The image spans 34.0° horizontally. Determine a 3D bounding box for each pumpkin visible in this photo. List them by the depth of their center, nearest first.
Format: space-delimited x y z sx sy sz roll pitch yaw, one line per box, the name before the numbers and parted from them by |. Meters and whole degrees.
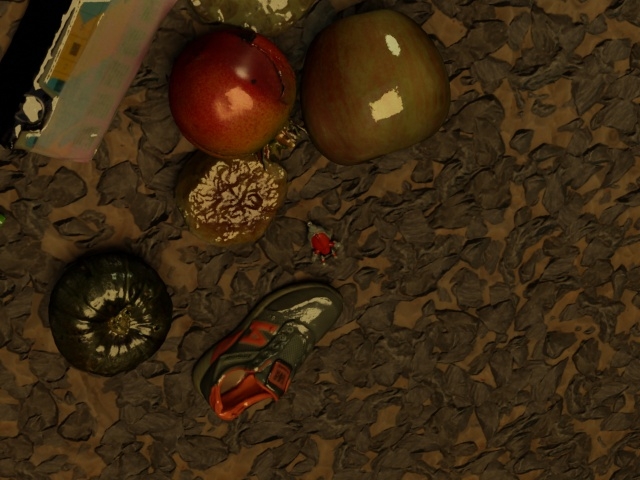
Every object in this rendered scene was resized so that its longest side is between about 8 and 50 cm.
pumpkin | -0.365 0.129 1.826 0.224 0.157 0.223 -9 112 -23

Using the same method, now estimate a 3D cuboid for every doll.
doll | 0.000 -0.001 1.945 0.057 0.039 0.114 -9 136 20

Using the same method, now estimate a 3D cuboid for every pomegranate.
pomegranate | -0.133 -0.224 1.678 0.210 0.210 0.235 -42 103 7

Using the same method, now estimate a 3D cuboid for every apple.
apple | 0.082 -0.251 1.716 0.257 0.257 0.234 -24 96 -5

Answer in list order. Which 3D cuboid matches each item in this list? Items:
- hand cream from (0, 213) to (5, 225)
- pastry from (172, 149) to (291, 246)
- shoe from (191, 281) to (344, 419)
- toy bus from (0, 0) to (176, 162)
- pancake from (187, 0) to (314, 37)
hand cream | -0.579 -0.062 1.731 0.122 0.023 0.036 35 106 -26
pastry | -0.156 -0.087 1.813 0.182 0.093 0.192 28 102 -27
shoe | -0.088 0.217 1.955 0.336 0.171 0.132 -38 122 5
toy bus | -0.353 -0.310 1.595 0.162 0.171 0.386 18 110 -36
pancake | -0.109 -0.432 1.673 0.236 0.042 0.222 -8 115 -18
